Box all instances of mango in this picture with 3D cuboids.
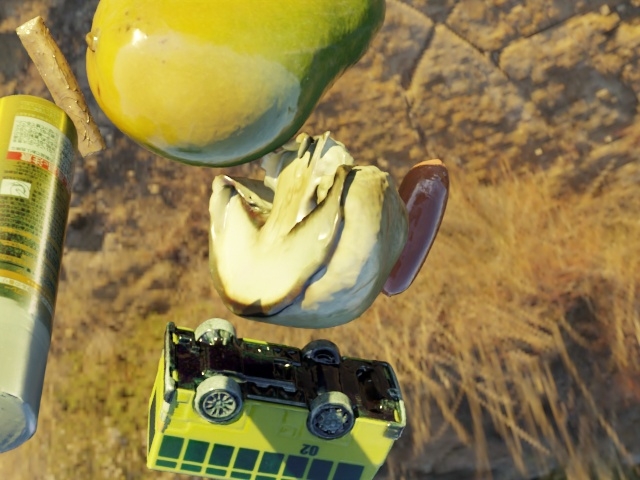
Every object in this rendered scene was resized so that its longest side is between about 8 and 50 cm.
[{"bbox_3d":[-0.050,-0.148,0.810,0.156,0.251,0.114,47,148,3],"label":"mango"}]

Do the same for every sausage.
[{"bbox_3d":[0.119,-0.016,1.539,0.077,0.077,0.194,11,112,-22],"label":"sausage"}]

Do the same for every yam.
[{"bbox_3d":[-0.256,-0.152,1.164,0.032,0.032,0.145,-21,106,12],"label":"yam"}]

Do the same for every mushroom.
[{"bbox_3d":[0.001,0.007,1.220,0.164,0.189,0.267,16,160,-32],"label":"mushroom"}]

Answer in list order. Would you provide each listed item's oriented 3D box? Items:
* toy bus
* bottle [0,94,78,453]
[{"bbox_3d":[-0.053,0.190,1.277,0.262,0.128,0.150,12,119,-13],"label":"toy bus"},{"bbox_3d":[-0.225,0.015,0.830,0.082,0.286,0.082,-2,135,-2],"label":"bottle"}]
